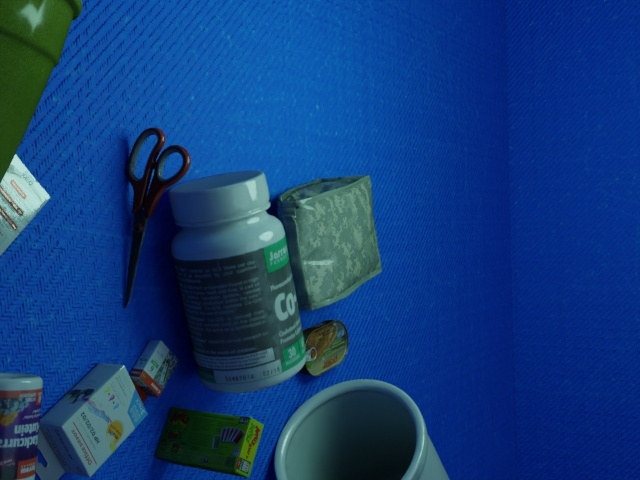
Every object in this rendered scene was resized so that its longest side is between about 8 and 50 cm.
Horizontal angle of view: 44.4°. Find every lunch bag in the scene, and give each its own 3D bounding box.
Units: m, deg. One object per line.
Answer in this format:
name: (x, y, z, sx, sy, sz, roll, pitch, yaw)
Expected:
lunch bag: (0.000, 0.000, 1.674, 0.287, 0.169, 0.235, -28, 112, -59)

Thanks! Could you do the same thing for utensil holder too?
utensil holder: (0.122, 0.549, 1.711, 0.328, 0.327, 0.385, -62, 140, -37)

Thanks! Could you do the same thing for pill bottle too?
pill bottle: (-0.433, 0.277, 1.043, 0.108, 0.108, 0.193, 11, 80, -57)
pill bottle: (-0.151, 0.069, 1.399, 0.204, 0.204, 0.361, -30, 114, -54)

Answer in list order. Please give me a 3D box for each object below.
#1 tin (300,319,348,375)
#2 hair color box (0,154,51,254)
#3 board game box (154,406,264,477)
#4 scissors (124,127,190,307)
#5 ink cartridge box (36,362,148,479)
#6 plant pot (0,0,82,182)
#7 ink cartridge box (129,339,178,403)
tin: (0.003, 0.245, 1.794, 0.189, 0.040, 0.106, -15, 98, -57)
hair color box: (-0.457, -0.035, 1.066, 0.093, 0.053, 0.167, 61, 44, -35)
board game box: (-0.193, 0.345, 1.348, 0.043, 0.181, 0.092, 46, 52, -47)
scissors: (-0.307, -0.041, 1.314, 0.297, 0.109, 0.021, -67, 166, 5)
ink cartridge box: (-0.359, 0.286, 1.202, 0.181, 0.061, 0.104, -48, 128, -46)
plant pot: (-0.472, -0.132, 0.813, 0.366, 0.366, 0.353, 14, 88, -56)
ink cartridge box: (-0.292, 0.234, 1.337, 0.063, 0.029, 0.115, 59, 43, -38)
